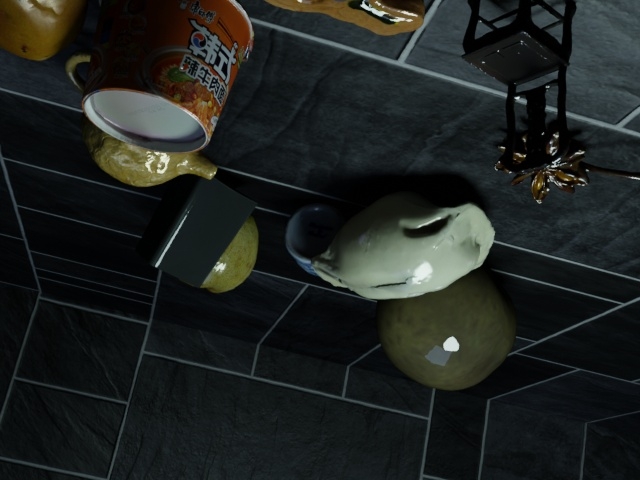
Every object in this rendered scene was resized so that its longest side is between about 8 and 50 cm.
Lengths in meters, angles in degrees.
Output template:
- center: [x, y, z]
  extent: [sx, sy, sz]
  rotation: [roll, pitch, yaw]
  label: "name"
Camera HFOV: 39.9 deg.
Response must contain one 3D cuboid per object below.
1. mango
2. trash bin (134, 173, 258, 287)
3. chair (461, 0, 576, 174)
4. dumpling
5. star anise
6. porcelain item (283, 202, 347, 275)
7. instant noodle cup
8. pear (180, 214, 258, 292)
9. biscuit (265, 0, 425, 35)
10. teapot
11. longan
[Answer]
- center: [-0.418, -0.364, 1.220]
  extent: [0.201, 0.153, 0.287]
  rotation: [20, 159, 9]
  label: "mango"
- center: [-0.269, -0.032, 1.882]
  extent: [0.165, 0.225, 0.115]
  rotation: [31, 179, -43]
  label: "trash bin"
- center: [0.256, -0.214, 1.143]
  extent: [0.113, 0.229, 0.106]
  rotation: [22, 157, -33]
  label: "chair"
- center: [0.185, 0.041, 1.826]
  extent: [0.395, 0.233, 0.315]
  rotation: [-23, 143, 28]
  label: "dumpling"
- center: [0.412, -0.121, 1.514]
  extent: [0.234, 0.073, 0.177]
  rotation: [30, 150, -2]
  label: "star anise"
- center: [0.000, 0.000, 1.973]
  extent: [0.147, 0.147, 0.114]
  rotation: [5, 161, 16]
  label: "porcelain item"
- center: [-0.239, -0.259, 1.340]
  extent: [0.250, 0.192, 0.250]
  rotation: [10, 160, 4]
  label: "instant noodle cup"
- center: [-0.261, 0.015, 2.060]
  extent: [0.228, 0.211, 0.188]
  rotation: [11, 162, 5]
  label: "pear"
- center: [-0.006, -0.358, 1.162]
  extent: [0.333, 0.047, 0.202]
  rotation: [15, 160, -8]
  label: "biscuit"
- center: [-0.300, -0.213, 1.510]
  extent: [0.311, 0.203, 0.167]
  rotation: [46, 135, -19]
  label: "teapot"
- center: [0.301, 0.189, 2.105]
  extent: [0.361, 0.361, 0.361]
  rotation: [10, 160, 4]
  label: "longan"
